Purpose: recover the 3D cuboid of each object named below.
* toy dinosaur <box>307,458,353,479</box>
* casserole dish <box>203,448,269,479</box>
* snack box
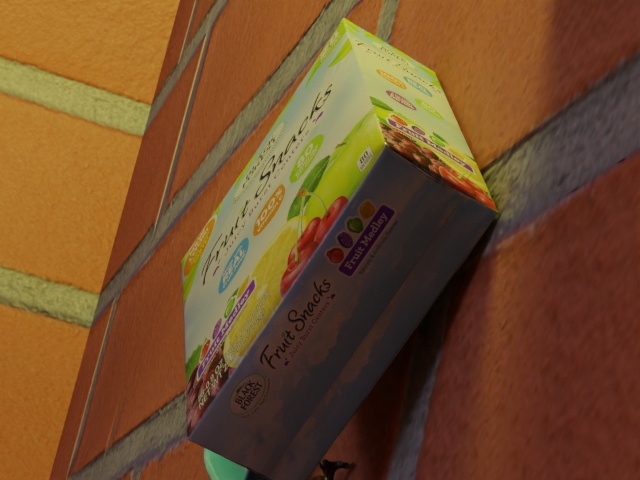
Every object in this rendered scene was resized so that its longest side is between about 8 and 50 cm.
[{"bbox_3d":[-0.002,0.152,0.890,0.090,0.047,0.082,46,-134,-66],"label":"toy dinosaur"},{"bbox_3d":[-0.032,0.098,1.056,0.188,0.037,0.114,-155,82,-79],"label":"casserole dish"},{"bbox_3d":[0.000,0.000,0.894,0.174,0.070,0.207,-56,16,16],"label":"snack box"}]
